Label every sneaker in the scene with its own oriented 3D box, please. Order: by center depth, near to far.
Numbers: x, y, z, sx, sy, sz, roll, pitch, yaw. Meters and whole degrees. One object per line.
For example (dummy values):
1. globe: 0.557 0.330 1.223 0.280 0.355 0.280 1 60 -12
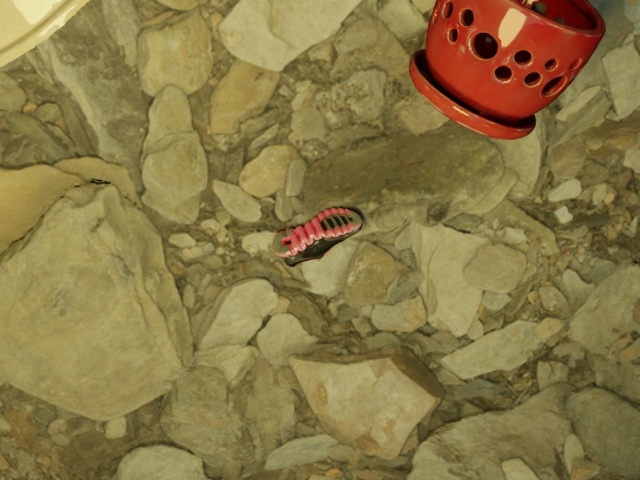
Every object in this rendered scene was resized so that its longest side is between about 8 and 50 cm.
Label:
1. sneaker: 0.000 0.000 2.093 0.119 0.047 0.057 -21 138 5

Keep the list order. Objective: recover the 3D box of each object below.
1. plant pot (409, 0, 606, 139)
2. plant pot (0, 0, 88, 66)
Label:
1. plant pot: 0.209 -0.222 1.915 0.191 0.191 0.174 21 116 -17
2. plant pot: -0.384 -0.382 1.642 0.334 0.334 0.305 -37 127 12
